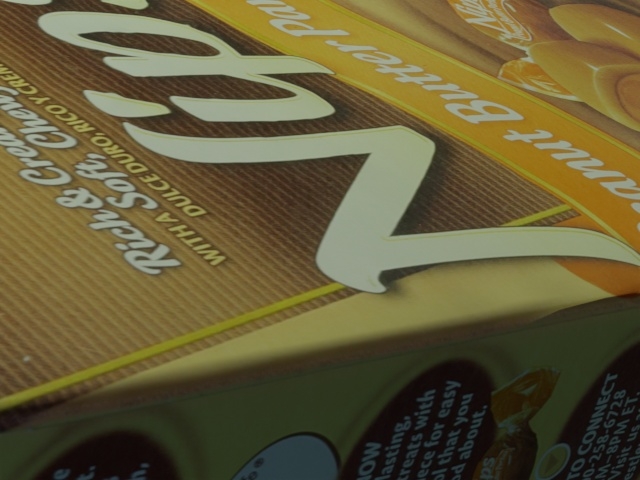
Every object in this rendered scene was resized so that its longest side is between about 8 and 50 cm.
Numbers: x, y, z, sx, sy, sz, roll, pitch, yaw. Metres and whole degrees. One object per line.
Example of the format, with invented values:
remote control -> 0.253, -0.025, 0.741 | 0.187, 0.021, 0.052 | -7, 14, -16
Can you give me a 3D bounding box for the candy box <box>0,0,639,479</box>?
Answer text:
candy box -> 0.000, 0.000, 0.465 | 0.316, 0.087, 0.183 | -7, 36, -38
